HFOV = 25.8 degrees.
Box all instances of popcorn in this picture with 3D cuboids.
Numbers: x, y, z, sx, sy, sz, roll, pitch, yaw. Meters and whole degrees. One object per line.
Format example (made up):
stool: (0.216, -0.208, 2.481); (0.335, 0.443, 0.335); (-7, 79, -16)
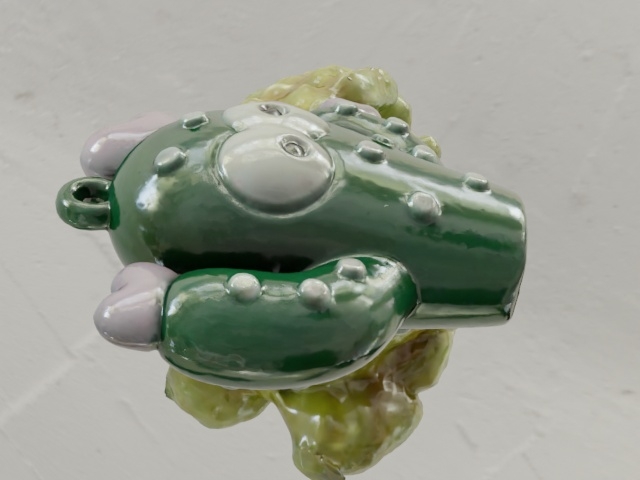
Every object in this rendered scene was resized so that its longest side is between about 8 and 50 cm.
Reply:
popcorn: (-0.003, 0.006, 1.190); (0.274, 0.335, 0.279); (-2, -52, 18)

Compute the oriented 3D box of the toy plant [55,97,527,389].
toy plant: (-0.018, -0.010, 0.732); (0.243, 0.232, 0.113); (-7, -56, -24)
